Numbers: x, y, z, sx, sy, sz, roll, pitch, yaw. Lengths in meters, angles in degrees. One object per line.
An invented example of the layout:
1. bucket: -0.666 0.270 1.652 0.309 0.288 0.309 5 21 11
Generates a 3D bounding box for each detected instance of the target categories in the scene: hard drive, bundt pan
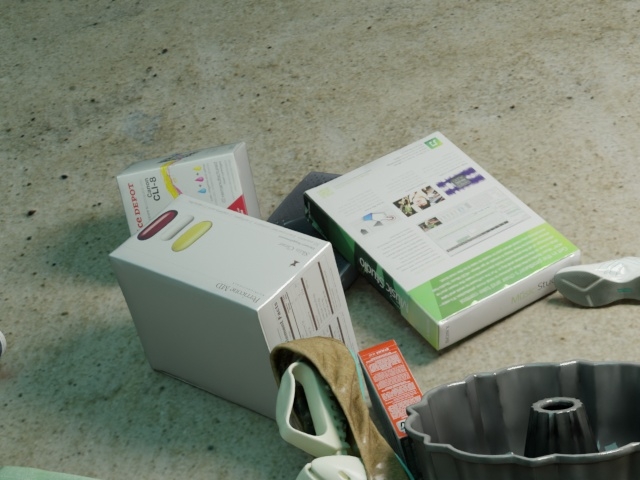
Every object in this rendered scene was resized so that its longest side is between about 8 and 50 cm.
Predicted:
1. hard drive: 0.000 0.000 2.184 0.172 0.054 0.254 8 42 29
2. bundt pan: 0.257 0.232 1.656 0.331 0.124 0.331 -7 12 1

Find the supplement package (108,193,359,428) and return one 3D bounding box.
1. supplement package: -0.108 0.086 1.981 0.262 0.204 0.145 18 48 36

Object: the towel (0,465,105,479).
1. towel: -0.346 0.387 1.763 0.248 0.038 0.325 3 40 25

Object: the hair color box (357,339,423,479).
1. hair color box: 0.099 0.206 1.841 0.053 0.093 0.167 -19 37 -4

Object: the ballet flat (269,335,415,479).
1. ballet flat: 0.016 0.237 1.759 0.124 0.116 0.342 12 39 -32

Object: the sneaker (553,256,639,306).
1. sneaker: 0.376 0.049 1.991 0.152 0.053 0.061 0 29 11

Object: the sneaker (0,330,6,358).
1. sneaker: -0.535 0.197 2.078 0.226 0.086 0.163 -19 24 11

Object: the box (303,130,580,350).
1. box: 0.158 -0.008 2.083 0.232 0.058 0.322 -25 44 -21

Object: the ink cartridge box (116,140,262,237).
1. ink cartridge box: -0.188 -0.059 2.238 0.176 0.128 0.127 -11 11 8
